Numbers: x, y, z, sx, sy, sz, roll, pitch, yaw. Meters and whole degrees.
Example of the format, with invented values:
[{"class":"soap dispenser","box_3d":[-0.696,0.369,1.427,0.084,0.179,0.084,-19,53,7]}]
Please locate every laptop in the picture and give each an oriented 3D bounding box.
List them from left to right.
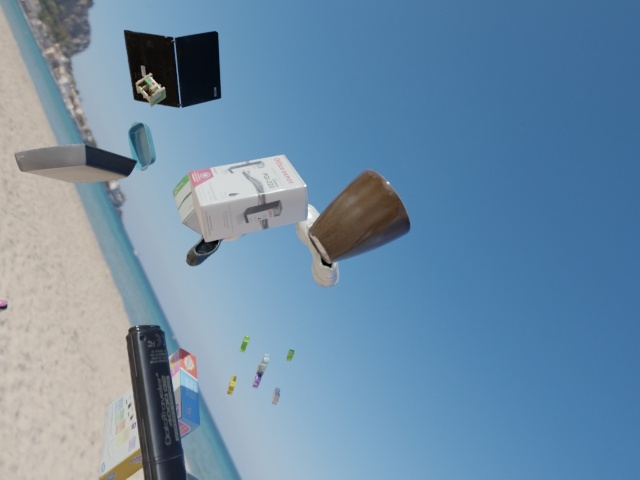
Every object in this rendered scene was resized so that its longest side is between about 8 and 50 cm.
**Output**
[{"class":"laptop","box_3d":[-0.480,-0.574,1.747,0.136,0.264,0.234,-69,167,-52]}]

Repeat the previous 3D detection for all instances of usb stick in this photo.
[{"class":"usb stick","box_3d":[-0.246,0.266,0.796,0.077,0.045,0.278,23,51,-66]}]

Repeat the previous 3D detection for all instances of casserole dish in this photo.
[{"class":"casserole dish","box_3d":[-0.665,-0.352,1.984,0.114,0.037,0.188,-16,-96,36]}]

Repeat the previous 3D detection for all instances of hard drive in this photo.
[{"class":"hard drive","box_3d":[-0.592,-0.182,1.279,0.255,0.172,0.054,0,-97,28]}]

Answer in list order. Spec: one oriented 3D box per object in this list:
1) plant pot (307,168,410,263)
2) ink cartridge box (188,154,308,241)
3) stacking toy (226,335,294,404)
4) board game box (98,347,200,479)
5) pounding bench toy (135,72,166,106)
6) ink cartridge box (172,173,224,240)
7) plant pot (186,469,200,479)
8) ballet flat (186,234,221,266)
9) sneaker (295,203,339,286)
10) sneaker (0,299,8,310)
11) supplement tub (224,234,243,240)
[{"class":"plant pot","box_3d":[0.087,-0.045,1.446,0.215,0.230,0.215,53,-13,17]},{"class":"ink cartridge box","box_3d":[-0.151,-0.093,1.109,0.158,0.218,0.092,-123,-153,-50]},{"class":"stacking toy","box_3d":[-0.190,0.415,1.676,0.052,0.167,0.221,-93,-159,-66]},{"class":"board game box","box_3d":[-0.473,0.483,1.464,0.064,0.316,0.242,43,16,-36]},{"class":"pounding bench toy","box_3d":[-0.464,-0.418,1.439,0.065,0.052,0.083,48,-18,0]},{"class":"ink cartridge box","box_3d":[-0.376,-0.100,1.695,0.153,0.087,0.208,36,13,-38]},{"class":"plant pot","box_3d":[-0.404,0.818,1.539,0.284,0.191,0.284,9,90,-78]},{"class":"ballet flat","box_3d":[-0.299,0.013,1.409,0.057,0.173,0.049,46,-57,-12]},{"class":"sneaker","box_3d":[0.000,0.000,1.746,0.129,0.111,0.297,105,-35,-64]},{"class":"sneaker","box_3d":[-0.820,0.189,1.290,0.063,0.170,0.074,21,56,-58]},{"class":"supplement tub","box_3d":[-0.307,-0.160,2.159,0.235,0.325,0.235,16,-58,28]}]
